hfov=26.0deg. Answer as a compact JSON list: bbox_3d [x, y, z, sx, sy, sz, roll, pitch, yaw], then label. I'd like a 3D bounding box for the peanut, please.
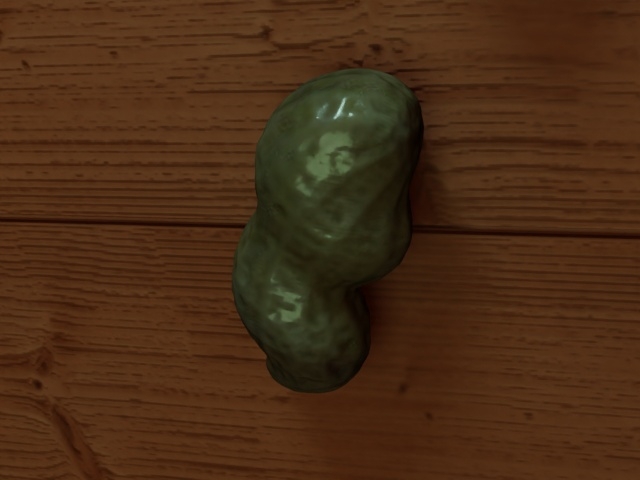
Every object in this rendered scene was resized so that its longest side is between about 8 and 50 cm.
[{"bbox_3d":[0.000,0.000,0.841,0.104,0.085,0.227,22,124,7],"label":"peanut"}]
